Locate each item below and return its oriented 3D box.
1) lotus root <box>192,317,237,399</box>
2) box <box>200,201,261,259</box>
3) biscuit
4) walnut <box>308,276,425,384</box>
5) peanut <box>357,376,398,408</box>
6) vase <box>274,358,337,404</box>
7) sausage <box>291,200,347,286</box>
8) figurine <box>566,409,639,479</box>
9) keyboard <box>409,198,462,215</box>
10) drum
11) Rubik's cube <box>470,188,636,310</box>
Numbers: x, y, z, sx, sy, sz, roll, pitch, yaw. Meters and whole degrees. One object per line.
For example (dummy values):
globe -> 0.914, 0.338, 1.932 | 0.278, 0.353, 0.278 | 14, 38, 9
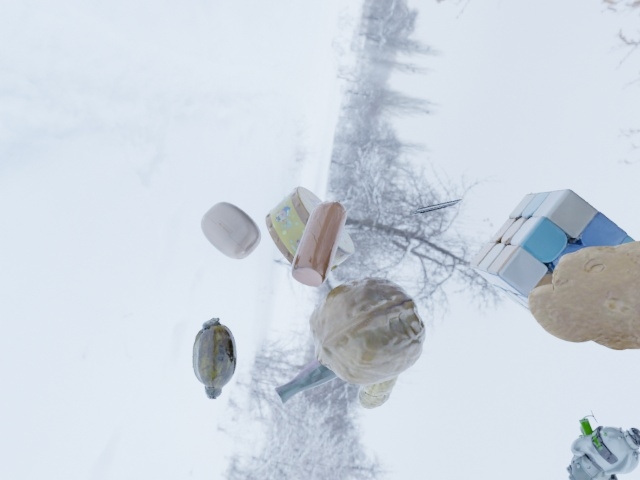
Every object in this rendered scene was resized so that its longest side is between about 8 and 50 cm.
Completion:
lotus root -> -0.273, 0.307, 1.255 | 0.120, 0.120, 0.210 | 71, 17, -84
box -> -0.280, -0.032, 1.502 | 0.146, 0.200, 0.088 | -48, 162, -9
biscuit -> 0.617, 0.113, 0.988 | 0.376, 0.269, 0.051 | -25, -159, 45
walnut -> 0.127, 0.258, 1.379 | 0.343, 0.306, 0.306 | -3, 109, -44
peanut -> 0.226, 0.574, 1.932 | 0.313, 0.149, 0.149 | 99, 3, -47
vase -> -0.039, 0.430, 1.496 | 0.086, 0.214, 0.086 | 52, -22, 31
sausage -> 0.000, -0.001, 1.517 | 0.121, 0.121, 0.304 | 97, 10, -54
figurine -> 0.627, 0.473, 1.062 | 0.192, 0.126, 0.147 | -53, 169, 27
keyboard -> 0.434, -0.126, 1.813 | 0.067, 0.202, 0.011 | 133, -59, -65
drum -> -0.050, -0.039, 2.283 | 0.214, 0.431, 0.431 | -40, -170, 16
Rubik's cube -> 0.764, 0.070, 1.582 | 0.344, 0.346, 0.347 | -52, 178, 4
